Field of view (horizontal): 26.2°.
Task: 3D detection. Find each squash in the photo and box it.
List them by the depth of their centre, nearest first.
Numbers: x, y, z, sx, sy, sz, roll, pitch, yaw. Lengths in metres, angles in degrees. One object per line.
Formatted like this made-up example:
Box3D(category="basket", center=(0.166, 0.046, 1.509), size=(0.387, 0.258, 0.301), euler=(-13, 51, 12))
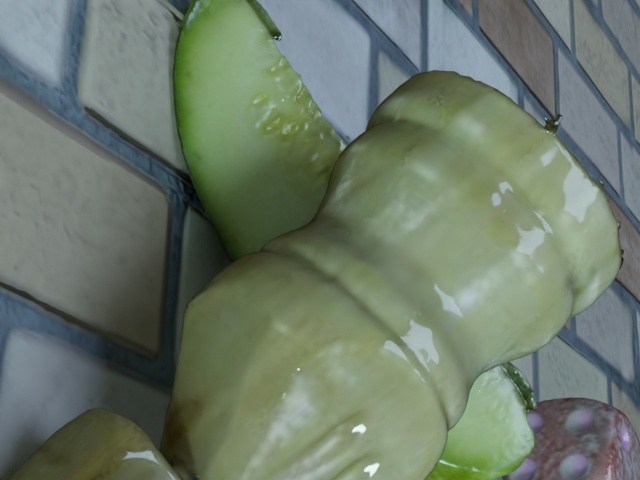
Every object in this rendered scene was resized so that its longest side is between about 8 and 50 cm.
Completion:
Box3D(category="squash", center=(0.000, 0.000, 0.697), size=(0.093, 0.169, 0.252), euler=(-34, 121, -13))

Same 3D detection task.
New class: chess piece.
Box3D(category="chess piece", center=(-0.006, 0.068, 0.592), size=(0.301, 0.137, 0.137), euler=(-46, 127, -22))

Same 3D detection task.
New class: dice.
Box3D(category="dice", center=(0.185, 0.177, 1.012), size=(0.094, 0.093, 0.091), euler=(57, 35, -40))

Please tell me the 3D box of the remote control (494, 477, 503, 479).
Box3D(category="remote control", center=(0.119, 0.202, 0.947), size=(0.166, 0.029, 0.065), euler=(66, 29, -27))
